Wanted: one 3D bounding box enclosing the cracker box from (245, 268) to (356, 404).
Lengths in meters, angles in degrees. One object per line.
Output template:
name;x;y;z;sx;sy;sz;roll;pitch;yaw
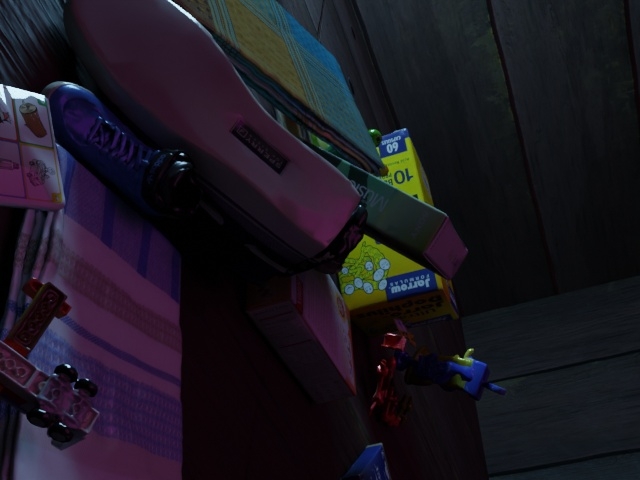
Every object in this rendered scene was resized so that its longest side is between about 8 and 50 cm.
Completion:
cracker box;-0.023;0.095;0.911;0.156;0.067;0.232;-92;161;-45

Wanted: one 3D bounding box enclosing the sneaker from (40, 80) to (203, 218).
sneaker;-0.151;-0.069;0.541;0.058;0.084;0.152;-64;146;-25

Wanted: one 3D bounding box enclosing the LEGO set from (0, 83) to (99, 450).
LEGO set;-0.204;0.028;0.320;0.182;0.060;0.244;4;65;-53

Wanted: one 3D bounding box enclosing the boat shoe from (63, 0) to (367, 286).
boat shoe;-0.124;-0.084;0.660;0.340;0.158;0.127;45;50;-11

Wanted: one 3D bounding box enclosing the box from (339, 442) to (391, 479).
box;0.078;0.407;1.026;0.225;0.036;0.136;7;68;-73

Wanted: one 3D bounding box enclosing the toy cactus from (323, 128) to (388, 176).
toy cactus;0.000;-0.099;1.067;0.180;0.219;0.112;36;18;16

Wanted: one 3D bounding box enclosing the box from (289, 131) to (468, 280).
box;0.028;-0.059;0.869;0.058;0.322;0.232;-61;159;-1

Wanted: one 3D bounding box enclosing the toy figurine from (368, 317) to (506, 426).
toy figurine;0.248;0.290;1.305;0.362;0.217;0.191;49;54;-64

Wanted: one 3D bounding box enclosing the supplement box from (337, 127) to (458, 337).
supplement box;0.138;-0.011;1.365;0.195;0.194;0.357;48;30;-60

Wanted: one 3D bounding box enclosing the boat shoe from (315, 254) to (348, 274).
boat shoe;0.000;0.000;0.828;0.070;0.077;0.219;-64;-177;2

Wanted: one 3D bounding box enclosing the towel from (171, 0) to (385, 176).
towel;-0.070;-0.247;0.834;0.370;0.040;0.271;31;31;-44

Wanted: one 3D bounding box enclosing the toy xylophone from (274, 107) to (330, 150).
toy xylophone;-0.014;-0.208;1.235;0.236;0.081;0.323;7;68;-75

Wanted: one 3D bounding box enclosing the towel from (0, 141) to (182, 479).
towel;-0.154;0.089;0.496;0.209;0.034;0.285;54;24;-55
